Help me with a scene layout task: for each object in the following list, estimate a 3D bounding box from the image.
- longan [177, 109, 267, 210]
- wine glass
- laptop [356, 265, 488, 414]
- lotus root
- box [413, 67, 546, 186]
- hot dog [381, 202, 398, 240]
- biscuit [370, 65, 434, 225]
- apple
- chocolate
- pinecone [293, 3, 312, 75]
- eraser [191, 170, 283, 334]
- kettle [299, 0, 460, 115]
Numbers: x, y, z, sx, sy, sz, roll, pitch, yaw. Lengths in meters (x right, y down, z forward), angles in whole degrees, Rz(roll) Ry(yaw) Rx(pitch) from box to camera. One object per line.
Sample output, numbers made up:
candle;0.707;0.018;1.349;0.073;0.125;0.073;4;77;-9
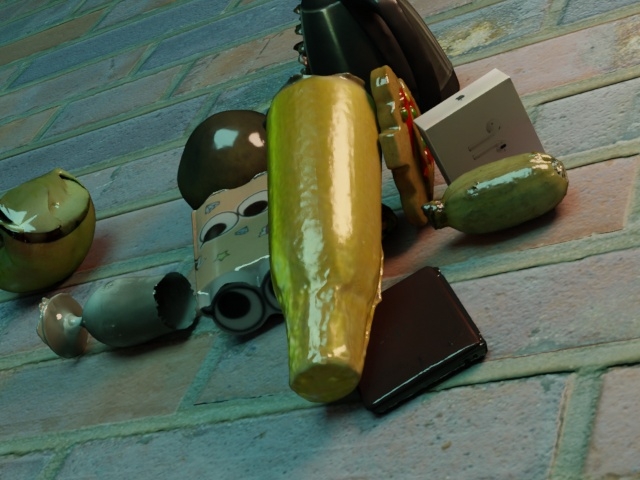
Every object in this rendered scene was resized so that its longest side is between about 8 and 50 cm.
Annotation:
longan;-0.131;-0.116;1.956;0.187;0.167;0.167;-49;25;12
wine glass;-0.285;0.101;1.798;0.222;0.103;0.103;-14;32;30
laptop;0.098;0.113;1.483;0.154;0.026;0.207;-32;26;3
lotus root;0.216;-0.052;1.576;0.183;0.077;0.090;-20;22;15
box;0.208;-0.133;1.663;0.129;0.130;0.051;-32;29;-2
hot dog;0.041;-0.038;1.756;0.072;0.055;0.188;-42;30;-17
biscuit;0.122;-0.130;1.708;0.041;0.212;0.239;-15;4;17
apple;-0.466;-0.012;2.101;0.207;0.173;0.188;-12;13;37
chocolate;0.000;0.000;1.559;0.162;0.162;0.445;-19;46;22
pinecone;0.047;-0.363;2.167;0.184;0.179;0.204;17;96;31
eraser;-0.088;0.010;1.767;0.171;0.087;0.290;-24;28;5
kettle;0.064;-0.289;1.915;0.207;0.271;0.250;-22;28;17
